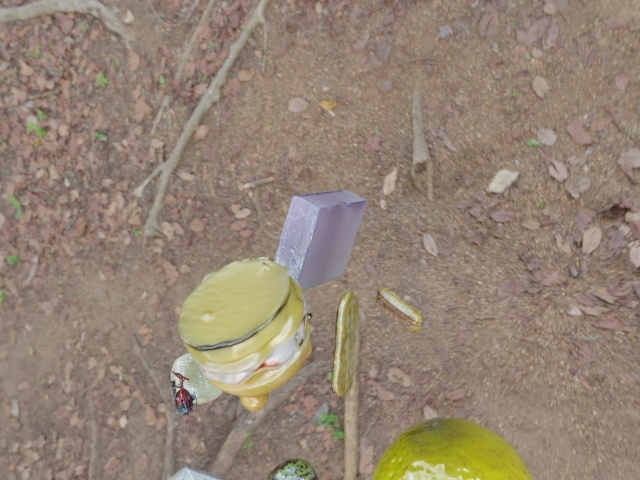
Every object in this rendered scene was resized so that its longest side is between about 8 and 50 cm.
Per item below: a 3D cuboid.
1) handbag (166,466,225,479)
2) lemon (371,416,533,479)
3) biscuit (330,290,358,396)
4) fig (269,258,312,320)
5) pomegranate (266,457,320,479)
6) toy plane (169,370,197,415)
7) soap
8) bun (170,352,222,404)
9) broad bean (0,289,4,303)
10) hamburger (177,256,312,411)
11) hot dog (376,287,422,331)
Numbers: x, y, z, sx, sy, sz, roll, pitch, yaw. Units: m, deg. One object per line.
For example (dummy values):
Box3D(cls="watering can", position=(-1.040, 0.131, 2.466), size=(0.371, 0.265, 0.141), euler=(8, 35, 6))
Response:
Box3D(cls="handbag", position=(-0.310, 0.577, 1.217), size=(0.173, 0.117, 0.095), euler=(-40, 29, 33))
Box3D(cls="lemon", position=(0.195, 0.395, 0.795), size=(0.253, 0.310, 0.254), euler=(3, 98, 19))
Box3D(cls="biscuit", position=(0.062, 0.243, 1.259), size=(0.028, 0.118, 0.247), euler=(2, 86, 26))
Box3D(cls="fig", position=(-0.126, 0.173, 1.714), size=(0.274, 0.145, 0.170), euler=(36, 130, 25))
Box3D(cls="pomegranate", position=(-0.047, 0.551, 1.148), size=(0.163, 0.125, 0.138), euler=(23, 123, 58))
Box3D(cls="toy plane", position=(-0.342, 0.380, 1.316), size=(0.037, 0.060, 0.145), euler=(-46, 35, 12))
Box3D(cls="soap", position=(0.000, 0.000, 1.614), size=(0.107, 0.296, 0.286), euler=(27, 110, 28))
Box3D(cls="bun", position=(-0.428, 0.488, 1.881), size=(0.128, 0.193, 0.179), euler=(-53, 49, 48))
Box3D(cls="broad bean", position=(-0.795, 0.151, 1.272), size=(0.083, 0.045, 0.063), euler=(-35, 32, -7))
Box3D(cls="hamburger", position=(-0.138, 0.195, 1.100), size=(0.276, 0.276, 0.237), euler=(-7, 126, 24))
Box3D(cls="hot dog", position=(0.219, 0.195, 1.512), size=(0.045, 0.071, 0.165), euler=(-32, 50, -26))
